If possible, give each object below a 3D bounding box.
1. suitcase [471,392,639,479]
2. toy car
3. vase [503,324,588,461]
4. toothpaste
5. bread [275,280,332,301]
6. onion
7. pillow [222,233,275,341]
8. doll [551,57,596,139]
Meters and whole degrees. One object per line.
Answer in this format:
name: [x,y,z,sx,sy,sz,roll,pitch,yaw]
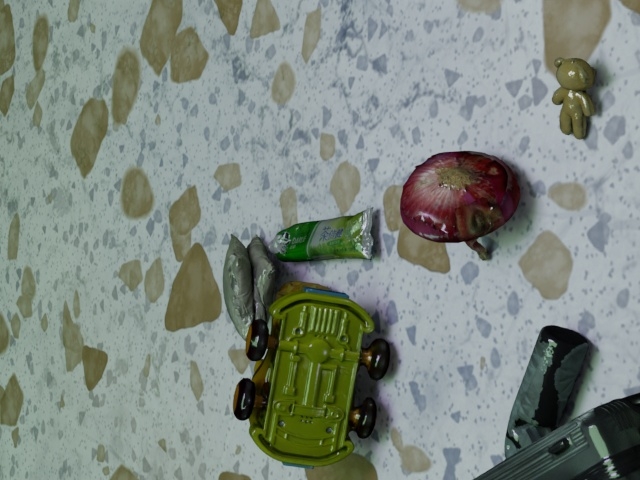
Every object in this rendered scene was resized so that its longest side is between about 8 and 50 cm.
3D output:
suitcase: [0.278,0.269,1.385,0.312,0.202,0.128,-44,64,44]
toy car: [-0.018,0.187,1.834,0.142,0.200,0.247,-157,81,-81]
vase: [0.255,0.204,1.540,0.060,0.060,0.211,39,119,49]
toothpaste: [0.000,0.000,1.930,0.248,0.047,0.078,-7,78,53]
bread: [-0.019,0.095,1.938,0.110,0.060,0.066,7,61,55]
onion: [0.178,-0.031,1.630,0.150,0.150,0.140,41,157,48]
pillow: [-0.114,0.068,2.020,0.181,0.078,0.134,-116,28,-73]
doll: [0.291,-0.166,1.520,0.061,0.051,0.093,30,113,45]
